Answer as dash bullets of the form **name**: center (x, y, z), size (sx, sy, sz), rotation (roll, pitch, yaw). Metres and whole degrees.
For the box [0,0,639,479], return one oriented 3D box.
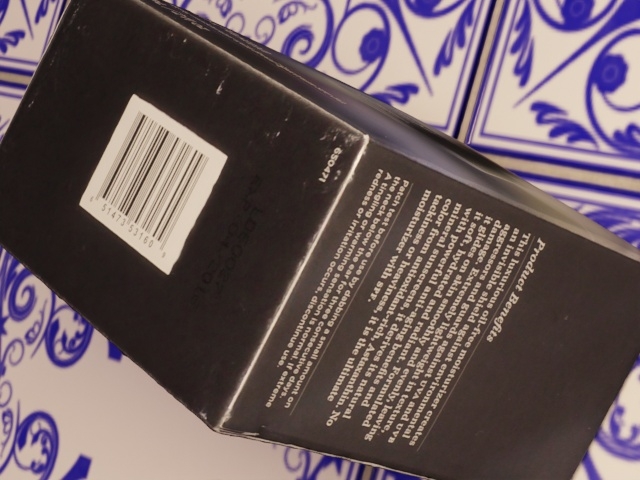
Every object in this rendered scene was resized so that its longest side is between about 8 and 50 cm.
- **box**: center (0.000, 0.000, 1.097), size (0.296, 0.294, 0.183), rotation (35, 99, 45)
